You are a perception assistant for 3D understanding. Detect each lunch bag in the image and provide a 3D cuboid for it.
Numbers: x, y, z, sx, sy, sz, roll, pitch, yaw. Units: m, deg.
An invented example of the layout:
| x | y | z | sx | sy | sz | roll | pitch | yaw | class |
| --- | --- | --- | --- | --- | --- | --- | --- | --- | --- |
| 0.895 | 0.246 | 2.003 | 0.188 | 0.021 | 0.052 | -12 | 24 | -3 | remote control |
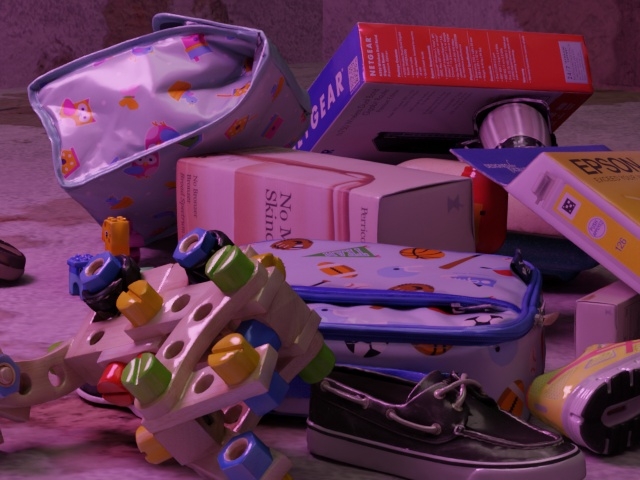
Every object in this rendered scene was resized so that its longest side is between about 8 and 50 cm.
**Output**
| x | y | z | sx | sy | sz | roll | pitch | yaw | class |
| --- | --- | --- | --- | --- | --- | --- | --- | --- | --- |
| 0.043 | 0.075 | 1.514 | 0.303 | 0.115 | 0.243 | 2 | 13 | 12 | lunch bag |
| -0.146 | -0.126 | 1.965 | 0.262 | 0.160 | 0.223 | -26 | -21 | 3 | lunch bag |

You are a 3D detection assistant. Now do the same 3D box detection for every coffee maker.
| x | y | z | sx | sy | sz | roll | pitch | yaw | class |
| --- | --- | --- | --- | --- | --- | --- | --- | --- | --- |
| 0.246 | -0.059 | 2.179 | 0.120 | 0.171 | 0.178 | -29 | 27 | 15 | coffee maker |

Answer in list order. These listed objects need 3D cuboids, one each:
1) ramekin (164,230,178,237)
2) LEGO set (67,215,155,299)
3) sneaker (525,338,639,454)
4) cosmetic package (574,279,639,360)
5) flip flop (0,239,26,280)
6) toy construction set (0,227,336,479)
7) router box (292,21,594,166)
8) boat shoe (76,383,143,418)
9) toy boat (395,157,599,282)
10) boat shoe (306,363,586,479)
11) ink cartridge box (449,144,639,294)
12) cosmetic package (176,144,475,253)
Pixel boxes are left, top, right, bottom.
| x | y | z | sx | sy | sz | roll | pitch | yaw | class |
| --- | --- | --- | --- | --- | --- | --- | --- | --- | --- |
| -0.163 | -0.095 | 2.180 | 0.207 | 0.109 | 0.207 | -27 | 15 | 8 | ramekin |
| -0.190 | 0.018 | 1.842 | 0.087 | 0.093 | 0.227 | -6 | 12 | -29 | LEGO set |
| 0.243 | 0.105 | 1.445 | 0.208 | 0.082 | 0.094 | -9 | 12 | -40 | sneaker |
| 0.269 | 0.073 | 1.674 | 0.041 | 0.060 | 0.115 | 6 | 10 | 30 | cosmetic package |
| -0.446 | 0.006 | 1.967 | 0.277 | 0.080 | 0.112 | 18 | 8 | 8 | flip flop |
| -0.132 | 0.092 | 1.324 | 0.327 | 0.151 | 0.215 | -1 | 47 | 30 | toy construction set |
| 0.134 | -0.157 | 2.345 | 0.301 | 0.082 | 0.335 | 1 | -21 | -19 | router box |
| -0.152 | 0.114 | 1.483 | 0.046 | 0.038 | 0.125 | -8 | 14 | -39 | boat shoe |
| 0.170 | -0.003 | 1.917 | 0.267 | 0.148 | 0.318 | 8 | 4 | 10 | toy boat |
| 0.084 | 0.130 | 1.324 | 0.219 | 0.070 | 0.077 | 7 | 12 | 29 | boat shoe |
| 0.324 | -0.027 | 1.775 | 0.307 | 0.072 | 0.303 | 43 | 27 | 27 | ink cartridge box |
| 0.000 | 0.000 | 1.804 | 0.129 | 0.153 | 0.296 | -11 | 14 | -42 | cosmetic package |
